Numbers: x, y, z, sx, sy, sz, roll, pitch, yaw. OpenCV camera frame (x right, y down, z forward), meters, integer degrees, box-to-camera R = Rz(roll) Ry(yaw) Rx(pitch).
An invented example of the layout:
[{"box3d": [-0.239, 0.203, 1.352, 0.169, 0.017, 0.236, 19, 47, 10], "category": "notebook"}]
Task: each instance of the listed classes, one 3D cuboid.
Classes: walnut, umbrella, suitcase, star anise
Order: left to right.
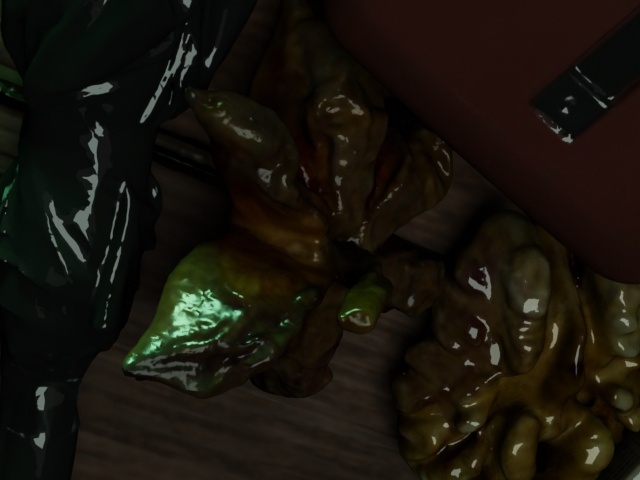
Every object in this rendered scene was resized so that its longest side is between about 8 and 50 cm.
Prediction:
[{"box3d": [-0.106, -0.018, 0.647, 0.118, 0.118, 0.340, 9, 103, -17], "category": "umbrella"}, {"box3d": [-0.003, 0.002, 0.665, 0.111, 0.196, 0.212, 17, 65, 15], "category": "star anise"}, {"box3d": [0.112, 0.070, 0.750, 0.143, 0.069, 0.170, 1, 108, -23], "category": "walnut"}, {"box3d": [0.162, -0.147, 0.610, 0.236, 0.161, 0.297, 39, 117, -18], "category": "suitcase"}]

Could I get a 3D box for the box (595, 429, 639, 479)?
[{"box3d": [0.162, 0.275, 0.790, 0.214, 0.069, 0.353, 42, 93, -2], "category": "box"}]
